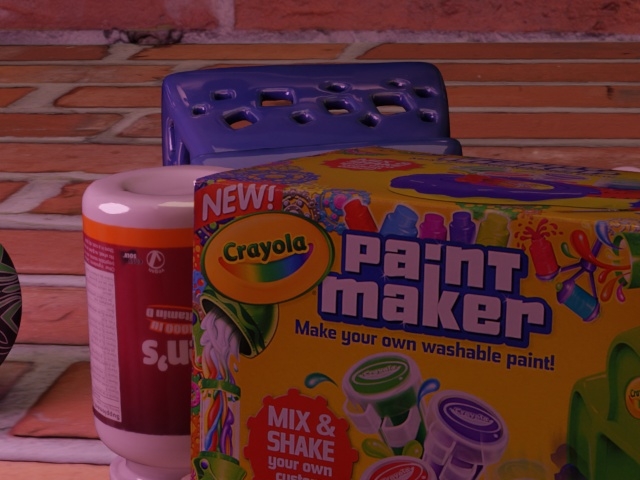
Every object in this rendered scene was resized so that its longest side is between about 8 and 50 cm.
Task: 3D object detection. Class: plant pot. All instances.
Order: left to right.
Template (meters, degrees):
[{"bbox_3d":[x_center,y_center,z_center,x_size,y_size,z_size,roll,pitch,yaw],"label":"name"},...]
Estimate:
[{"bbox_3d":[0.000,0.000,1.433,0.235,0.236,0.212,-4,21,-6],"label":"plant pot"}]

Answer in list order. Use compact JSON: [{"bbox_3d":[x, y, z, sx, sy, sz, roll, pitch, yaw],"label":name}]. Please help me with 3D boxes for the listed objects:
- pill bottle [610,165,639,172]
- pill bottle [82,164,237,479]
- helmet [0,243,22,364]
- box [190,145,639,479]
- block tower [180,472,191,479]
[{"bbox_3d":[0.296,0.016,1.472,0.193,0.108,0.108,18,0,-38],"label":"pill bottle"},{"bbox_3d":[-0.087,0.070,1.166,0.121,0.221,0.121,-1,14,0],"label":"pill bottle"},{"bbox_3d":[-0.310,0.051,1.390,0.169,0.169,0.161,-12,1,-36],"label":"helmet"},{"bbox_3d":[0.105,0.110,0.851,0.289,0.279,0.177,6,10,30],"label":"box"},{"bbox_3d":[-0.096,0.206,0.904,0.091,0.097,0.335,6,15,28],"label":"block tower"}]
